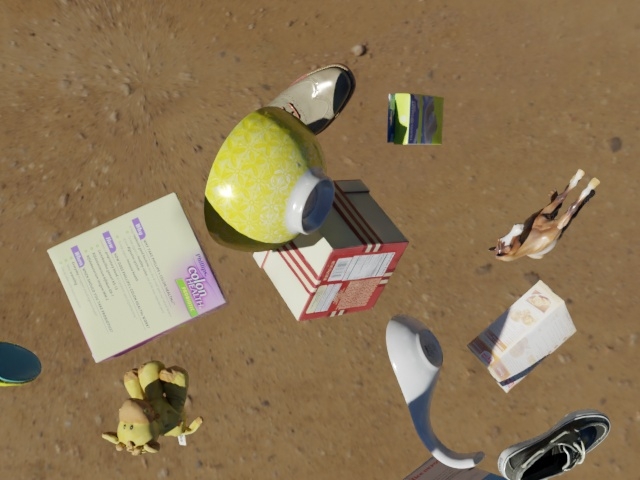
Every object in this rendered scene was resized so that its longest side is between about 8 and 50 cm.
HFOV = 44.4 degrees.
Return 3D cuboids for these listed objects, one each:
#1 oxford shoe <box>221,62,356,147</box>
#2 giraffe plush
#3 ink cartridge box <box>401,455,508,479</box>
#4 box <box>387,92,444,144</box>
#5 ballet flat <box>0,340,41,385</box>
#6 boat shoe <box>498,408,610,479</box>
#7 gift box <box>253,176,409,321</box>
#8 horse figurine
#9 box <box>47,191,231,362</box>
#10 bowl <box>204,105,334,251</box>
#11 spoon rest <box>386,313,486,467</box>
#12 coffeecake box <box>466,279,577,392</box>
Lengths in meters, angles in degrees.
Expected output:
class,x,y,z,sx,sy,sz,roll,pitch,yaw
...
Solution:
class,x,y,z,sx,sy,sz,roll,pitch,yaw
oxford shoe,-0.073,-0.252,1.686,0.348,0.130,0.123,-36,96,23
giraffe plush,-0.379,0.384,1.698,0.181,0.170,0.210,-24,91,29
ink cartridge box,0.269,0.520,1.580,0.139,0.190,0.082,-26,107,-34
box,0.209,-0.263,1.702,0.178,0.042,0.109,-10,104,-53
ballet flat,-0.571,0.208,1.307,0.077,0.231,0.077,-18,74,17
boat shoe,0.409,0.356,1.322,0.219,0.070,0.078,-22,105,-15
gift box,0.000,0.000,1.759,0.276,0.258,0.255,0,131,-39
horse figurine,0.346,-0.028,1.194,0.066,0.263,0.174,43,101,12
box,-0.314,0.066,1.383,0.243,0.117,0.214,-25,85,-4
bowl,-0.067,-0.093,1.471,0.156,0.289,0.289,24,97,25
spoon rest,0.181,0.255,1.329,0.084,0.137,0.276,-30,77,31
coffeecake box,0.385,0.185,1.491,0.185,0.068,0.142,-42,141,0
